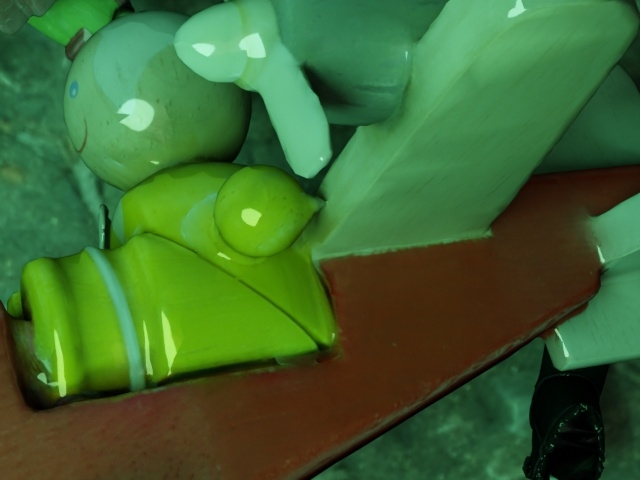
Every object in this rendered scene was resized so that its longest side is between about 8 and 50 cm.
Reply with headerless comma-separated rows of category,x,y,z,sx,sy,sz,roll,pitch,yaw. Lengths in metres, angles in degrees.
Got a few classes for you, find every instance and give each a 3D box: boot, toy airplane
boot,0.138,0.080,0.867,0.045,0.099,0.121,13,109,3
toy airplane,0.000,0.000,0.716,0.386,0.384,0.272,-39,80,20

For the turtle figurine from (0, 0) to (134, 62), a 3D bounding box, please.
turtle figurine,-0.171,-0.156,0.819,0.266,0.197,0.274,15,146,-20
